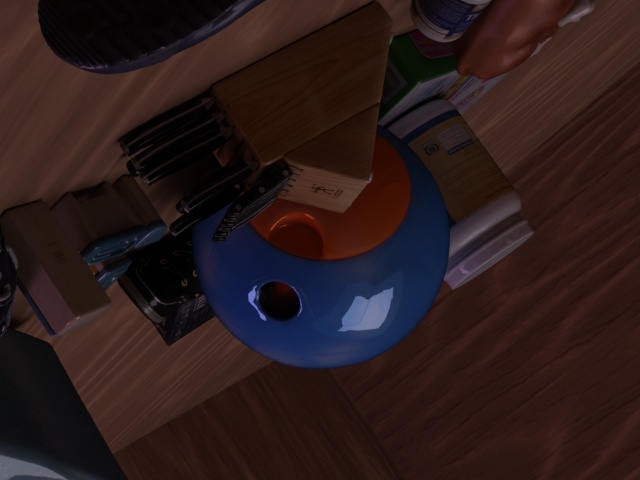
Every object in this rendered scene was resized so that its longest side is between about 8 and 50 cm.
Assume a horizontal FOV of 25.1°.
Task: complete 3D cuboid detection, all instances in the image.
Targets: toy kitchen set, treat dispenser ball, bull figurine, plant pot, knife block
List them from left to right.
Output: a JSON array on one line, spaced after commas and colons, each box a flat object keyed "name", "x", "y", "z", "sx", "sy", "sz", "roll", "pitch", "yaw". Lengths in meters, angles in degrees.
[{"name": "plant pot", "x": -0.398, "y": 0.236, "z": 1.593, "sx": 0.247, "sy": 0.248, "sz": 0.252, "roll": -34, "pitch": 156, "yaw": -1}, {"name": "toy kitchen set", "x": -0.251, "y": 0.042, "z": 1.434, "sx": 0.166, "sy": 0.122, "sz": 0.207, "roll": -40, "pitch": 170, "yaw": 33}, {"name": "knife block", "x": -0.066, "y": -0.127, "z": 1.416, "sx": 0.088, "sy": 0.242, "sz": 0.275, "roll": 131, "pitch": -29, "yaw": -63}, {"name": "treat dispenser ball", "x": 0.000, "y": 0.000, "z": 1.605, "sx": 0.288, "sy": 0.288, "sz": 0.288, "roll": -34, "pitch": 172, "yaw": -6}, {"name": "bull figurine", "x": 0.244, "y": -0.293, "z": 1.514, "sx": 0.188, "sy": 0.101, "sz": 0.310, "roll": -28, "pitch": 163, "yaw": -41}]

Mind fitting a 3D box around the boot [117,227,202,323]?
[{"name": "boot", "x": -0.155, "y": 0.016, "z": 1.811, "sx": 0.178, "sy": 0.085, "sz": 0.236, "roll": -38, "pitch": 178, "yaw": 7}]

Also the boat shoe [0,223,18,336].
[{"name": "boat shoe", "x": -0.305, "y": 0.030, "z": 1.218, "sx": 0.108, "sy": 0.102, "sz": 0.301, "roll": -32, "pitch": 172, "yaw": -19}]

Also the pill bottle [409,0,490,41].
[{"name": "pill bottle", "x": 0.144, "y": -0.260, "z": 1.472, "sx": 0.067, "sy": 0.067, "sz": 0.120, "roll": -30, "pitch": 171, "yaw": -30}]

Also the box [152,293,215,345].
[{"name": "box", "x": -0.158, "y": 0.061, "z": 2.134, "sx": 0.183, "sy": 0.059, "sz": 0.232, "roll": -32, "pitch": 171, "yaw": -17}]

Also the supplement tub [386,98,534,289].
[{"name": "supplement tub", "x": 0.153, "y": -0.056, "z": 1.750, "sx": 0.144, "sy": 0.199, "sz": 0.144, "roll": -34, "pitch": 171, "yaw": -6}]

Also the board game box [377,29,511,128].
[{"name": "board game box", "x": 0.123, "y": -0.188, "z": 1.813, "sx": 0.316, "sy": 0.064, "sz": 0.242, "roll": -26, "pitch": 168, "yaw": -48}]

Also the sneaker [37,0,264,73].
[{"name": "sneaker", "x": -0.032, "y": -0.204, "z": 0.935, "sx": 0.319, "sy": 0.112, "sz": 0.131, "roll": -34, "pitch": 169, "yaw": 3}]
